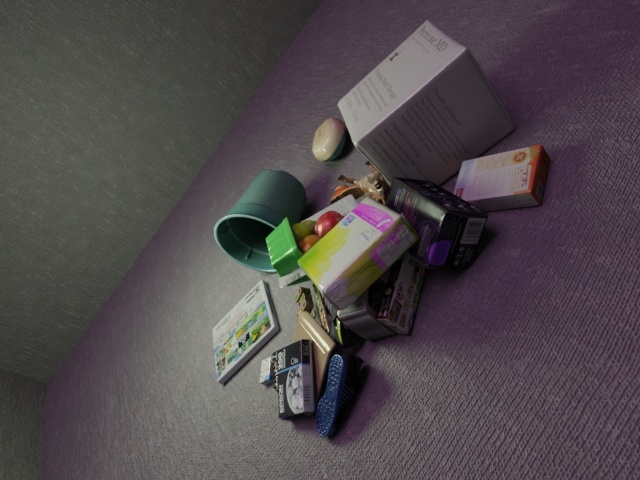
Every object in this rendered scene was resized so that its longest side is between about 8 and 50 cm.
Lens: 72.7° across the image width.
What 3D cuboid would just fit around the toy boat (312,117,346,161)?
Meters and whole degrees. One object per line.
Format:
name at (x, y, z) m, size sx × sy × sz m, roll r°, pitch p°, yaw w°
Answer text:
toy boat at (0.096, -0.478, 1.952) m, size 0.318 × 0.148 × 0.268 m, roll -40°, pitch 29°, yaw 33°

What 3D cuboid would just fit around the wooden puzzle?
wooden puzzle at (-0.036, 0.370, 1.335) m, size 0.221 × 0.044 × 0.239 m, roll 37°, pitch 112°, yaw 57°

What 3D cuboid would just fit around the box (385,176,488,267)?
box at (0.304, -0.055, 1.213) m, size 0.270 × 0.143 × 0.166 m, roll -129°, pitch 46°, yaw -56°

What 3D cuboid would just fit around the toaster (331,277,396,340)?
toaster at (0.131, 0.184, 1.232) m, size 0.110 × 0.168 × 0.186 m, roll -23°, pitch 42°, yaw 36°

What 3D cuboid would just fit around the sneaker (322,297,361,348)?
sneaker at (0.067, 0.214, 1.367) m, size 0.121 × 0.111 × 0.300 m, roll -48°, pitch 27°, yaw 34°

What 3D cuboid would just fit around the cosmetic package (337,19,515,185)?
cosmetic package at (0.322, -0.408, 1.406) m, size 0.393 × 0.327 × 0.330 m, roll -38°, pitch 35°, yaw 20°

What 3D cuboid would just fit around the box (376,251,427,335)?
box at (0.228, 0.144, 1.199) m, size 0.036 × 0.114 × 0.207 m, roll -9°, pitch 52°, yaw 48°

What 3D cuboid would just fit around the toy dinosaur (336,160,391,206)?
toy dinosaur at (0.188, -0.153, 1.447) m, size 0.127 × 0.295 × 0.201 m, roll -41°, pitch 66°, yaw 22°

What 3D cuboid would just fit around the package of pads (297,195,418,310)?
package of pads at (0.098, 0.029, 1.192) m, size 0.296 × 0.101 × 0.229 m, roll -44°, pitch 28°, yaw -1°

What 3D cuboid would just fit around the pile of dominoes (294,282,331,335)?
pile of dominoes at (-0.045, 0.265, 1.424) m, size 0.251 × 0.040 × 0.196 m, roll -107°, pitch 36°, yaw -51°

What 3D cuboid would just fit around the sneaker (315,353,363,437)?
sneaker at (0.058, 0.425, 1.191) m, size 0.081 × 0.090 × 0.233 m, roll 23°, pitch 100°, yaw 56°

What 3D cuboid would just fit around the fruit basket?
fruit basket at (0.000, 0.000, 1.475) m, size 0.352 × 0.166 × 0.327 m, roll -25°, pitch 31°, yaw -1°

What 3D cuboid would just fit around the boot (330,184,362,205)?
boot at (0.106, -0.197, 1.730) m, size 0.157 × 0.059 × 0.085 m, roll -20°, pitch 40°, yaw 42°

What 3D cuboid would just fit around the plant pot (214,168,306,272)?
plant pot at (-0.222, -0.100, 1.826) m, size 0.340 × 0.341 × 0.334 m, roll -23°, pitch 36°, yaw 38°

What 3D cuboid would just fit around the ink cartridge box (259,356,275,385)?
ink cartridge box at (-0.181, 0.451, 1.501) m, size 0.048 × 0.028 × 0.083 m, roll -31°, pitch 39°, yaw 30°

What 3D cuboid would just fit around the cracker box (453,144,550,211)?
cracker box at (0.492, -0.163, 1.201) m, size 0.232 × 0.067 × 0.156 m, roll -4°, pitch 56°, yaw 49°

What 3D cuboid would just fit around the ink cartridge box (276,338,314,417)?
ink cartridge box at (-0.091, 0.422, 1.315) m, size 0.208 × 0.045 × 0.207 m, roll -39°, pitch 47°, yaw 48°

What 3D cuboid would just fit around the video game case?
video game case at (-0.310, 0.358, 1.746) m, size 0.329 × 0.036 × 0.300 m, roll -44°, pitch 33°, yaw 12°

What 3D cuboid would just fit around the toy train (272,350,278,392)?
toy train at (-0.141, 0.439, 1.467) m, size 0.036 × 0.027 × 0.158 m, roll -29°, pitch 38°, yaw 15°
